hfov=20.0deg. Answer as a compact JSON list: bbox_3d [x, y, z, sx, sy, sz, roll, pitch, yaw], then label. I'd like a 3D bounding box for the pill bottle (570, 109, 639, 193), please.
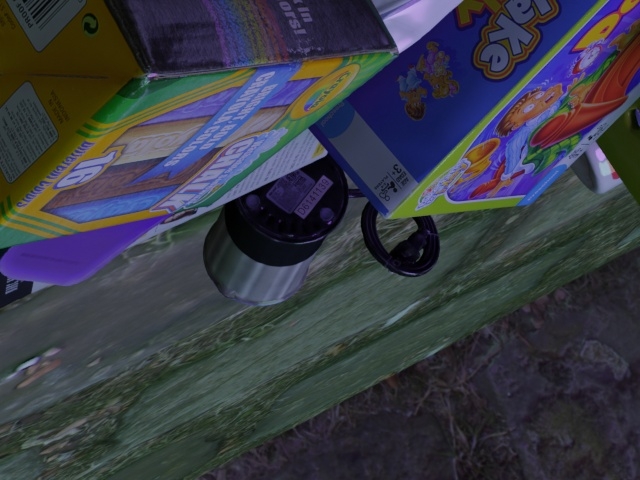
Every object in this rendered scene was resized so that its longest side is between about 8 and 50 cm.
[{"bbox_3d":[0.300,-0.128,1.628,0.180,0.108,0.108,-29,169,-4],"label":"pill bottle"}]

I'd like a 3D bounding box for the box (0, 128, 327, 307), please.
[{"bbox_3d":[-0.102,-0.046,1.085,0.244,0.060,0.100,-26,168,-20],"label":"box"}]

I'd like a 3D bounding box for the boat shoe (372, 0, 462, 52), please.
[{"bbox_3d":[0.053,-0.170,0.880,0.258,0.095,0.084,-36,128,-11],"label":"boat shoe"}]

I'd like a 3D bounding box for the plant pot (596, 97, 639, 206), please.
[{"bbox_3d":[0.325,-0.150,1.312,0.227,0.228,0.207,-25,161,-22],"label":"plant pot"}]

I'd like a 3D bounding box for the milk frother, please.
[{"bbox_3d":[0.000,0.000,1.339,0.129,0.143,0.135,-33,169,-22],"label":"milk frother"}]

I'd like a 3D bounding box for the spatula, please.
[{"bbox_3d":[-0.068,-0.078,0.961,0.296,0.030,0.084,-51,151,18],"label":"spatula"}]

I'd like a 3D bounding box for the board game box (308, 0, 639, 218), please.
[{"bbox_3d":[0.176,-0.160,1.071,0.347,0.078,0.233,-46,163,22],"label":"board game box"}]

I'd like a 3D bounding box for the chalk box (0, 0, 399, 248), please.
[{"bbox_3d":[-0.071,-0.093,0.762,0.132,0.132,0.213,-37,166,33],"label":"chalk box"}]
